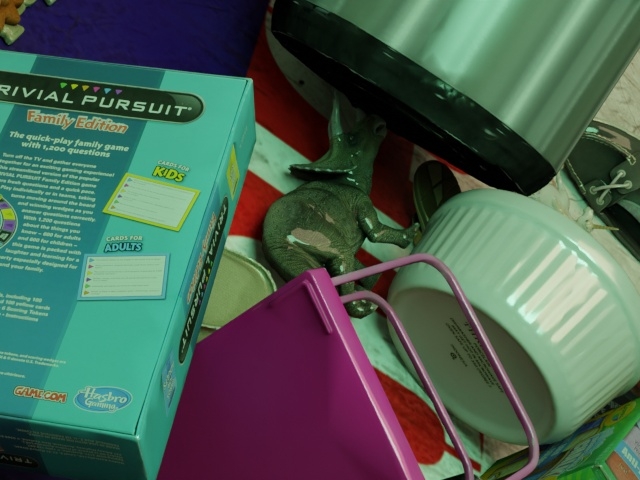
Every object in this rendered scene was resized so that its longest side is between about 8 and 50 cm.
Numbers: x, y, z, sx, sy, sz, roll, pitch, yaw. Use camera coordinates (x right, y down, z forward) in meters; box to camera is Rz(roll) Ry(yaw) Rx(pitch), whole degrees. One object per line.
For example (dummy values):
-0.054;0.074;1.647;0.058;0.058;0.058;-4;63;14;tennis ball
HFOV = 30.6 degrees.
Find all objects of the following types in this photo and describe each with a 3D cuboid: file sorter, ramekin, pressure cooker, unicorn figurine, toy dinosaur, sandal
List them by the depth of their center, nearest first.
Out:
-0.007;0.163;0.927;0.182;0.290;0.202;-11;72;-51;file sorter
0.187;0.090;1.195;0.127;0.273;0.273;-42;96;-27;ramekin
0.000;0.000;1.204;0.160;0.121;0.313;36;46;-3;toy dinosaur
0.190;-0.305;1.266;0.369;0.420;0.375;34;3;3;pressure cooker
0.137;-0.005;1.374;0.072;0.049;0.180;-7;84;-41;sandal
0.312;-0.064;1.582;0.161;0.060;0.111;15;52;-17;unicorn figurine

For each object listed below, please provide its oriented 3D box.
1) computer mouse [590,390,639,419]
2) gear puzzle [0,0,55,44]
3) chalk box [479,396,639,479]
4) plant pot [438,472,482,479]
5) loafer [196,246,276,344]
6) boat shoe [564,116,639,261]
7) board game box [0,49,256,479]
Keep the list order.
0.374;0.225;1.425;0.184;0.060;0.262;25;37;-13;computer mouse
-0.324;-0.285;1.111;0.175;0.044;0.339;43;41;-14;gear puzzle
0.284;0.275;1.129;0.179;0.289;0.180;-28;84;-50;chalk box
0.090;0.337;0.995;0.188;0.187;0.167;51;53;-5;plant pot
-0.138;0.032;1.036;0.268;0.092;0.102;14;56;-37;loafer
0.459;-0.045;1.664;0.335;0.112;0.095;41;37;-22;boat shoe
-0.207;0.005;0.879;0.253;0.079;0.336;8;51;7;board game box
